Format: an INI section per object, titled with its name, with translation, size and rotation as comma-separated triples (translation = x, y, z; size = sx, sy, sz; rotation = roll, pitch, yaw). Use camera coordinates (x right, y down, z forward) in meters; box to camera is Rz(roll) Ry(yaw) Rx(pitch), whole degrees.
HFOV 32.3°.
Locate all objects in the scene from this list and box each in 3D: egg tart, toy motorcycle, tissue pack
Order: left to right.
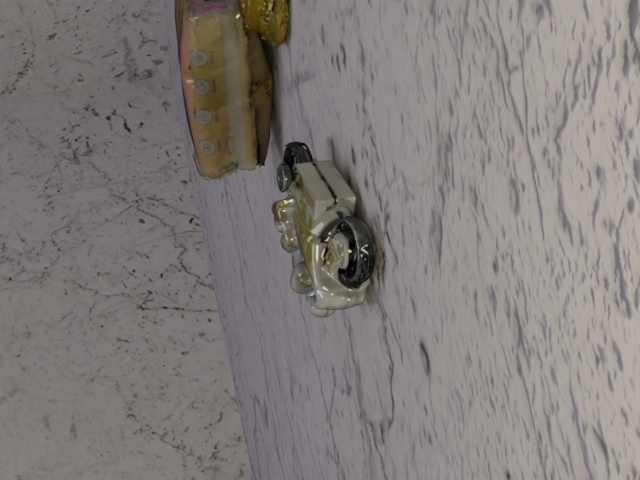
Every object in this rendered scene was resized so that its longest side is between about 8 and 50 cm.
[tissue pack]
translation = -0.133, -0.245, 1.501
size = 0.215, 0.123, 0.256
rotation = -106, 13, -51
[egg tart]
translation = -0.071, -0.296, 1.320
size = 0.130, 0.052, 0.130
rotation = 171, 90, -83
[toy motorcycle]
translation = 0.000, 0.000, 1.088
size = 0.228, 0.074, 0.151
rotation = -127, 35, -53
